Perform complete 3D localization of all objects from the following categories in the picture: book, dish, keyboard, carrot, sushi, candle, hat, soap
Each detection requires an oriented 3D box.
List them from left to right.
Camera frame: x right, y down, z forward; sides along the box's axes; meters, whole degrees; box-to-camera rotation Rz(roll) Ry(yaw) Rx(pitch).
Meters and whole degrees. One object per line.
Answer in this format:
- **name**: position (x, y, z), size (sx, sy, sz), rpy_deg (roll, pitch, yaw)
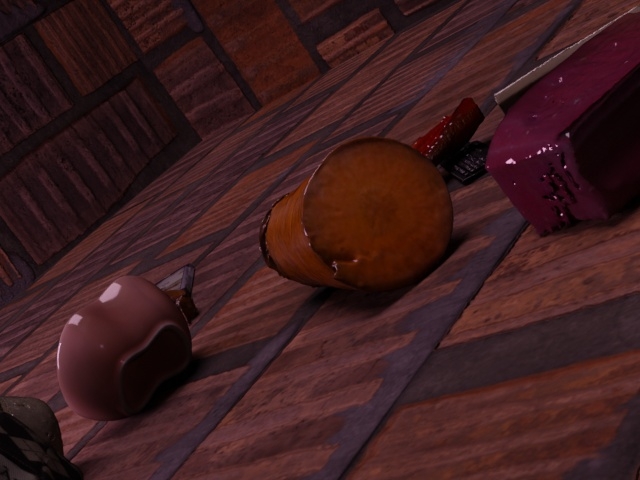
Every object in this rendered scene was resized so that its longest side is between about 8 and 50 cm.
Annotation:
- **hat**: position (-0.402, 0.271, 1.574), size (0.130, 0.257, 0.257), rpy_deg (-5, -1, -26)
- **dish**: position (-0.254, 0.161, 1.679), size (0.090, 0.213, 0.213), rpy_deg (23, 51, 35)
- **book**: position (-0.304, 0.111, 2.228), size (0.157, 0.026, 0.231), rpy_deg (-34, 12, 4)
- **sushi**: position (-0.242, 0.114, 1.999), size (0.120, 0.055, 0.052), rpy_deg (-4, 21, 47)
- **carrot**: position (0.035, -0.009, 1.551), size (0.196, 0.196, 0.254), rpy_deg (-39, 2, -20)
- **candle**: position (0.138, -0.101, 1.759), size (0.302, 0.059, 0.084), rpy_deg (-49, 5, -30)
- **keyboard**: position (0.217, -0.120, 1.773), size (0.074, 0.015, 0.196), rpy_deg (-34, 13, 2)
- **book**: position (0.333, -0.222, 1.621), size (0.208, 0.020, 0.295), rpy_deg (-31, -7, 10)
- **soap**: position (0.329, -0.146, 1.338), size (0.325, 0.127, 0.220), rpy_deg (-39, 15, -23)

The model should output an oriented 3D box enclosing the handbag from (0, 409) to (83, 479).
- **handbag**: position (-0.394, 0.380, 1.174), size (0.316, 0.180, 0.416), rpy_deg (-42, 17, 6)
